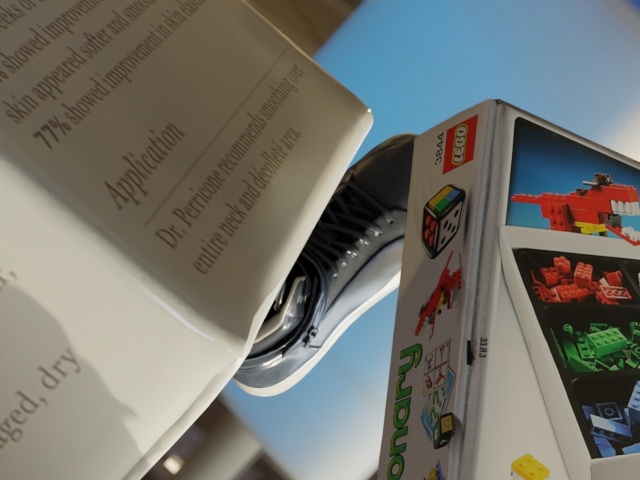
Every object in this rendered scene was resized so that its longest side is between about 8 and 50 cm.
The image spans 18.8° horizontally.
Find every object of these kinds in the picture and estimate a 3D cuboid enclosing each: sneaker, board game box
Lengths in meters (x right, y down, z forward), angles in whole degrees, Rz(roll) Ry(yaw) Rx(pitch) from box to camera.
[{"bbox_3d":[0.001,0.002,1.349,0.086,0.226,0.163,35,174,20],"label":"sneaker"},{"bbox_3d":[0.159,0.091,0.703,0.305,0.053,0.193,21,-117,-28],"label":"board game box"}]

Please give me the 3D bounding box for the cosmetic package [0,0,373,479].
[{"bbox_3d":[-0.242,-0.028,0.920,0.394,0.327,0.329,40,-157,-4],"label":"cosmetic package"}]
